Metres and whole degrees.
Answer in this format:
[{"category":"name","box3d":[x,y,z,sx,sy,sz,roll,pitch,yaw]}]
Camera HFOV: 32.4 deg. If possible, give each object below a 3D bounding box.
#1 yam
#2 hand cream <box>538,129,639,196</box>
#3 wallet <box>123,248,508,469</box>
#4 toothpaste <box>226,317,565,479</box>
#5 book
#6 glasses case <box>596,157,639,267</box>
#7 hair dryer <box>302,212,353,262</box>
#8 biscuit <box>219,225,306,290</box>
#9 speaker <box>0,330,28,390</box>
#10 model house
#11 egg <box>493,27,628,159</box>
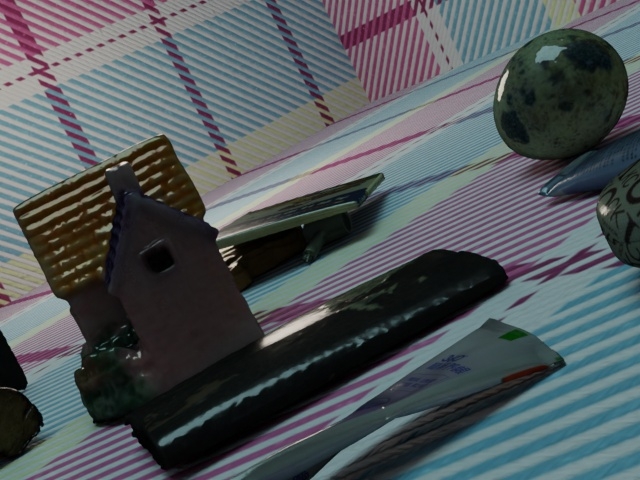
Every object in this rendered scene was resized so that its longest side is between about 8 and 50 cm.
[{"category":"yam","box3d":[-0.360,0.197,1.199,0.079,0.079,0.141,-32,8,-30]},{"category":"hand cream","box3d":[0.297,-0.083,1.000,0.088,0.055,0.256,-39,10,-22]},{"category":"wallet","box3d":[-0.010,0.088,0.922,0.321,0.044,0.170,-29,7,-16]},{"category":"toothpaste","box3d":[0.008,0.124,0.649,0.301,0.048,0.075,-28,-2,-20]},{"category":"book","box3d":[-0.032,-0.044,1.570,0.228,0.018,0.322,-17,6,11]},{"category":"glasses case","box3d":[0.343,-0.071,0.679,0.355,0.085,0.137,-23,10,21]},{"category":"hair dryer","box3d":[0.000,0.000,1.456,0.063,0.038,0.124,-23,15,22]},{"category":"biscuit","box3d":[-0.148,0.037,1.622,0.269,0.051,0.376,-28,9,1]},{"category":"speaker","box3d":[-0.570,0.221,1.393,0.388,0.180,0.184,-28,2,-19]},{"category":"model house","box3d":[-0.198,0.035,1.146,0.202,0.237,0.237,-26,9,-6]},{"category":"egg","box3d":[0.270,-0.161,1.260,0.141,0.141,0.181,-32,-9,-33]}]
